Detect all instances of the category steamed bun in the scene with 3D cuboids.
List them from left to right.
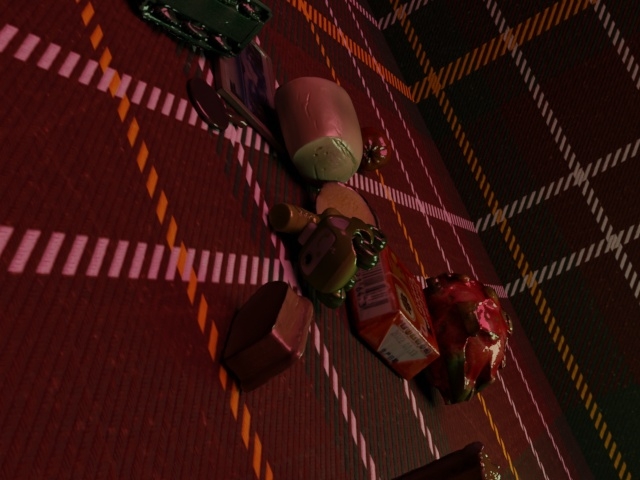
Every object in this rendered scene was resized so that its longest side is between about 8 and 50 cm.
[{"bbox_3d":[0.009,-0.227,1.821,0.250,0.154,0.200,42,30,-63],"label":"steamed bun"}]

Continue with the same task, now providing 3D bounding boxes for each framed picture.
[{"bbox_3d":[-0.158,-0.355,1.794,0.232,0.024,0.315,43,27,-46],"label":"framed picture"}]

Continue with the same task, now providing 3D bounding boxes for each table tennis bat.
[{"bbox_3d":[-0.149,-0.266,1.547,0.170,0.119,0.108,22,44,-61],"label":"table tennis bat"}]

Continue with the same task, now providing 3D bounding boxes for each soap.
[{"bbox_3d":[0.163,0.407,1.259,0.076,0.233,0.135,50,21,-23],"label":"soap"}]

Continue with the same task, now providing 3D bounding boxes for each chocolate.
[{"bbox_3d":[0.150,0.140,1.802,0.235,0.108,0.237,48,22,-41],"label":"chocolate"}]

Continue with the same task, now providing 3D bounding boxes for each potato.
[{"bbox_3d":[0.038,-0.029,1.771,0.164,0.081,0.200,20,41,-20],"label":"potato"}]

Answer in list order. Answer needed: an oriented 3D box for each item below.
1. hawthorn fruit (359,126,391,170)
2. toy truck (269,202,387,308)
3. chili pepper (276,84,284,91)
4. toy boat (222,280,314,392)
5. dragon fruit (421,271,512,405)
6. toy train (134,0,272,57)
[{"bbox_3d":[0.136,-0.253,2.309,0.128,0.128,0.128,52,21,-29],"label":"hawthorn fruit"},{"bbox_3d":[0.016,0.006,1.594,0.210,0.148,0.187,43,21,16],"label":"toy truck"},{"bbox_3d":[-0.080,-0.321,1.943,0.055,0.035,0.118,18,40,-41],"label":"chili pepper"},{"bbox_3d":[-0.073,0.122,1.215,0.061,0.116,0.188,49,23,-18],"label":"toy boat"},{"bbox_3d":[0.315,0.224,1.948,0.231,0.237,0.303,7,75,-47],"label":"dragon fruit"},{"bbox_3d":[-0.238,-0.464,1.572,0.178,0.138,0.330,54,19,23],"label":"toy train"}]
